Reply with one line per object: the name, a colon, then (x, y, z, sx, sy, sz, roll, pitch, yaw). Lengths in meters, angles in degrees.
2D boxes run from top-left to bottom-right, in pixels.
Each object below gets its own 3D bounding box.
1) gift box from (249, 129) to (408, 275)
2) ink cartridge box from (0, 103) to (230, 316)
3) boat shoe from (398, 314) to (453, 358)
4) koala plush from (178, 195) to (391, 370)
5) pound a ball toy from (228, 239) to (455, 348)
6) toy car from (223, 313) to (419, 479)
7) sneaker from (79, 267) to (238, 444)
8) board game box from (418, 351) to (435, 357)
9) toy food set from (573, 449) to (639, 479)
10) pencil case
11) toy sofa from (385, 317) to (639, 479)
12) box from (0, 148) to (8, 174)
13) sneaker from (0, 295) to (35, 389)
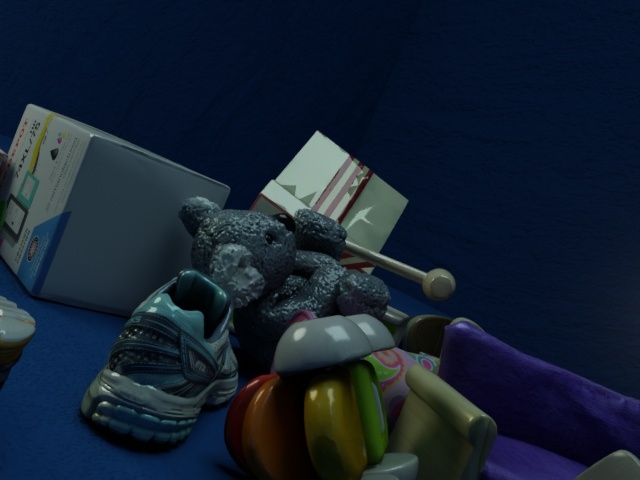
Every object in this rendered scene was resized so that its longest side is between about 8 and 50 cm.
gift box: (0.000, 0.000, 1.156, 0.276, 0.255, 0.258, 35, 48, 1)
ink cartridge box: (-0.298, -0.041, 0.865, 0.197, 0.198, 0.270, 20, 3, -42)
boat shoe: (0.231, 0.219, 1.335, 0.123, 0.123, 0.342, 8, -8, 38)
koala plush: (-0.071, 0.042, 0.773, 0.221, 0.203, 0.196, 40, 10, -42)
pound a ball toy: (0.020, 0.086, 0.960, 0.319, 0.208, 0.136, 23, 3, 15)
toy car: (-0.004, 0.147, 0.522, 0.136, 0.159, 0.182, -14, -9, 17)
sneaker: (-0.116, 0.090, 0.603, 0.110, 0.122, 0.283, 23, 2, -2)
board game box: (0.326, 0.295, 1.122, 0.305, 0.053, 0.193, 23, 3, -14)
toy food set: (0.293, 0.235, 0.394, 0.306, 0.092, 0.220, 20, 37, -44)
pencil case: (0.078, 0.175, 0.706, 0.284, 0.124, 0.124, 22, 3, -19)
toy sofa: (0.255, 0.222, 0.613, 0.362, 0.177, 0.150, 24, 2, -13)
box: (-0.558, -0.112, 0.820, 0.256, 0.123, 0.128, 22, 3, -39)
sneaker: (-0.270, 0.057, 0.424, 0.214, 0.083, 0.084, 19, -1, 42)
